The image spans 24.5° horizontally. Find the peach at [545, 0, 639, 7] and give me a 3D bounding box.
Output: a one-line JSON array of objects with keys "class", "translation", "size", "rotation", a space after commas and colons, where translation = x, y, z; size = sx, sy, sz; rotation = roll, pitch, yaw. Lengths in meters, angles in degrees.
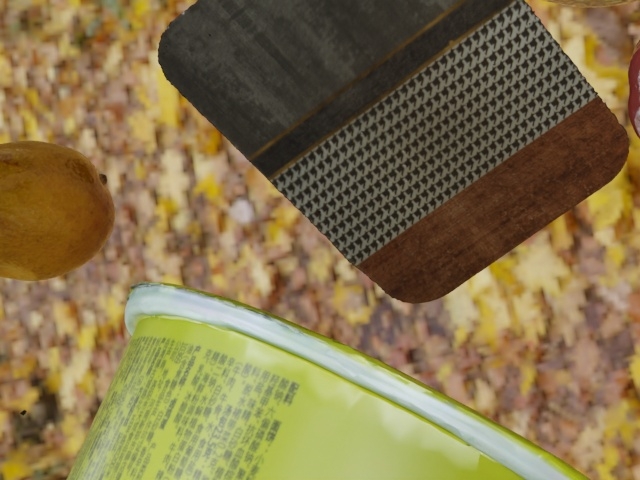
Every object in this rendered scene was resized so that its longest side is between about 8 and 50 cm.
[{"class": "peach", "translation": [0.239, -0.338, 1.297], "size": [0.292, 0.292, 0.247], "rotation": [59, 135, 31]}]

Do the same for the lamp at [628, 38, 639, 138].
[{"class": "lamp", "translation": [0.178, -0.066, 0.622], "size": [0.090, 0.101, 0.101], "rotation": [-142, 49, -69]}]

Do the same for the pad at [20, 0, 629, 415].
[{"class": "pad", "translation": [-0.011, -0.010, 0.777], "size": [0.323, 0.250, 0.055], "rotation": [-47, 36, 0]}]

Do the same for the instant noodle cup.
[{"class": "instant noodle cup", "translation": [-0.001, 0.190, 0.588], "size": [0.311, 0.311, 0.222], "rotation": [7, 62, 58]}]

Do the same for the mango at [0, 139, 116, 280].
[{"class": "mango", "translation": [-0.231, -0.025, 1.123], "size": [0.089, 0.165, 0.115], "rotation": [43, 110, 42]}]
